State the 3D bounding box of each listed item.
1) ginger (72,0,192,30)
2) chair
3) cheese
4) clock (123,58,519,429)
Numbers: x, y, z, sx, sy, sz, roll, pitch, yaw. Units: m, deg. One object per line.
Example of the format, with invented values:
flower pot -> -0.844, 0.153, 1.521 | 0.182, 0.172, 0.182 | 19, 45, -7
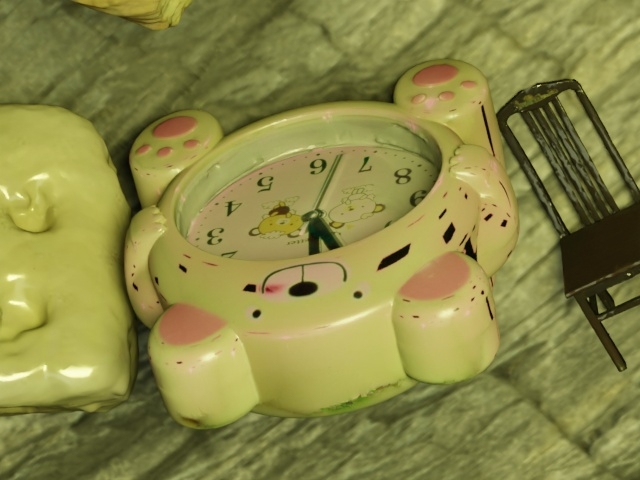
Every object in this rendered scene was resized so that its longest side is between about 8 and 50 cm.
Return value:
ginger -> -0.178, -0.226, 1.314 | 0.275, 0.221, 0.130 | 3, 130, -11
chair -> 0.212, -0.015, 1.492 | 0.084, 0.101, 0.212 | -26, 118, 15
cheese -> -0.230, 0.038, 1.508 | 0.173, 0.251, 0.248 | -1, 158, -14
clock -> 0.000, 0.000, 1.382 | 0.284, 0.309, 0.114 | -10, 123, 6
